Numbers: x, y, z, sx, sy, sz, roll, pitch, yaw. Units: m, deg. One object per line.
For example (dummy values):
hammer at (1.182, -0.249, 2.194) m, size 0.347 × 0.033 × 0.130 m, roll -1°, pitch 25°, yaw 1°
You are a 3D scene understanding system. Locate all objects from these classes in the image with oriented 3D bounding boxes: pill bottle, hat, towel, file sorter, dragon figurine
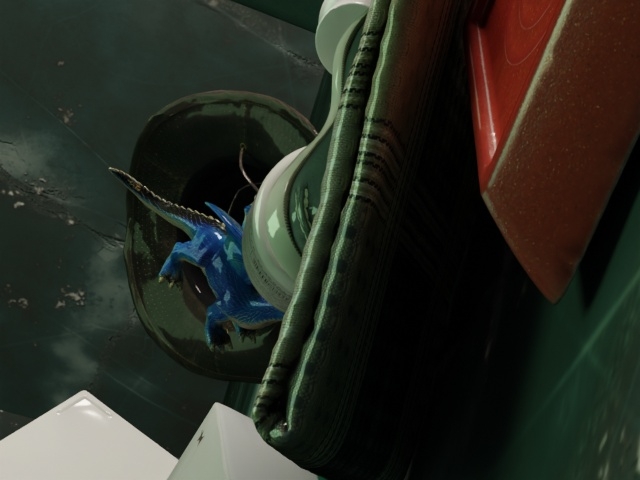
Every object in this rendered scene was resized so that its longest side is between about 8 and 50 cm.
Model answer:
pill bottle at (0.052, -0.188, 1.459) m, size 0.169 × 0.094 × 0.094 m, roll -50°, pitch -20°, yaw -63°
hat at (-0.053, -0.009, 1.766) m, size 0.134 × 0.331 × 0.331 m, roll -11°, pitch -54°, yaw -48°
pill bottle at (0.000, 0.000, 1.446) m, size 0.229 × 0.131 × 0.131 m, roll 129°, pitch 156°, yaw -80°
towel at (0.040, -0.025, 0.963) m, size 0.312 × 0.056 × 0.324 m, roll 46°, pitch -121°, yaw -73°
file sorter at (-0.203, 0.316, 1.621) m, size 0.193 × 0.277 × 0.173 m, roll -31°, pitch -35°, yaw -45°
dragon figurine at (-0.079, 0.009, 1.646) m, size 0.085 × 0.289 × 0.144 m, roll -11°, pitch -28°, yaw -50°

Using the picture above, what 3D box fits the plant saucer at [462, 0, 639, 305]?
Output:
plant saucer at (0.124, -0.142, 0.781) m, size 0.258 × 0.047 × 0.259 m, roll -86°, pitch 14°, yaw -62°

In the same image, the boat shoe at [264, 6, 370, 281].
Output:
boat shoe at (0.063, -0.088, 1.237) m, size 0.099 × 0.116 × 0.319 m, roll -23°, pitch 26°, yaw 38°

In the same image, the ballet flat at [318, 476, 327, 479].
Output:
ballet flat at (-0.007, 0.204, 1.439) m, size 0.168 × 0.057 × 0.052 m, roll -75°, pitch -27°, yaw -65°

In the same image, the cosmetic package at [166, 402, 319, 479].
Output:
cosmetic package at (-0.121, 0.337, 1.188) m, size 0.377 × 0.097 × 0.284 m, roll -58°, pitch 14°, yaw 13°

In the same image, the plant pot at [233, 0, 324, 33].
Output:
plant pot at (-0.028, -0.383, 1.856) m, size 0.341 × 0.334 × 0.341 m, roll -164°, pitch 90°, yaw -85°
